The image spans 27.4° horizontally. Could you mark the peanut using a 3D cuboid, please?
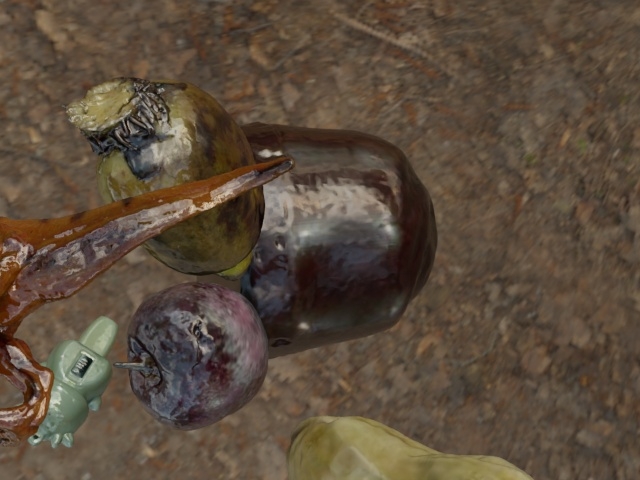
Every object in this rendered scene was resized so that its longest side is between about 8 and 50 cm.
[{"bbox_3d":[0.111,0.274,1.213,0.340,0.158,0.174,9,151,33],"label":"peanut"}]

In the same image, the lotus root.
[{"bbox_3d":[-0.138,-0.061,1.367,0.141,0.169,0.314,-4,146,26],"label":"lotus root"}]

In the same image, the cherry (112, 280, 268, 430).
[{"bbox_3d":[-0.156,0.140,1.676,0.195,0.195,0.195,5,105,19],"label":"cherry"}]

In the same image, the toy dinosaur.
[{"bbox_3d":[-0.235,0.044,0.998,0.432,0.097,0.208,0,67,3],"label":"toy dinosaur"}]

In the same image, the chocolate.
[{"bbox_3d":[0.000,0.000,1.977,0.331,0.383,0.383,0,106,-17],"label":"chocolate"}]

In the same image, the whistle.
[{"bbox_3d":[-0.361,0.204,1.899,0.110,0.244,0.092,31,136,-5],"label":"whistle"}]
